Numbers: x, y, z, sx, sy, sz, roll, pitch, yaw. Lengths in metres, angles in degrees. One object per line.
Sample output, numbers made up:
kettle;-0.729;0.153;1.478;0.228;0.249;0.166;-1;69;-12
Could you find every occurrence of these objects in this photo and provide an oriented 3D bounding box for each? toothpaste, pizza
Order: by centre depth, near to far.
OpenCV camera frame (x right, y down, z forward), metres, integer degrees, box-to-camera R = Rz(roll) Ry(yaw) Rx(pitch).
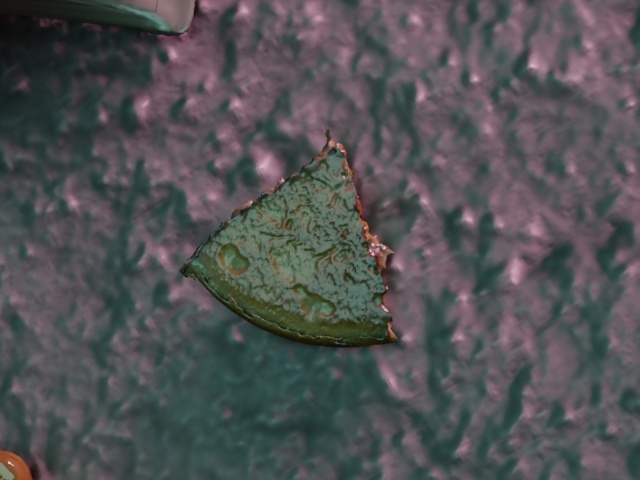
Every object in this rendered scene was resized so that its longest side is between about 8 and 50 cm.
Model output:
pizza;0.000;0.015;0.705;0.100;0.029;0.099;-42;81;5
toothpaste;-0.168;-0.142;0.768;0.218;0.041;0.064;5;75;11

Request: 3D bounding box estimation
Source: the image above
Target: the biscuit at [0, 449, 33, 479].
biscuit;-0.208;0.194;0.708;0.288;0.044;0.202;-15;77;8
